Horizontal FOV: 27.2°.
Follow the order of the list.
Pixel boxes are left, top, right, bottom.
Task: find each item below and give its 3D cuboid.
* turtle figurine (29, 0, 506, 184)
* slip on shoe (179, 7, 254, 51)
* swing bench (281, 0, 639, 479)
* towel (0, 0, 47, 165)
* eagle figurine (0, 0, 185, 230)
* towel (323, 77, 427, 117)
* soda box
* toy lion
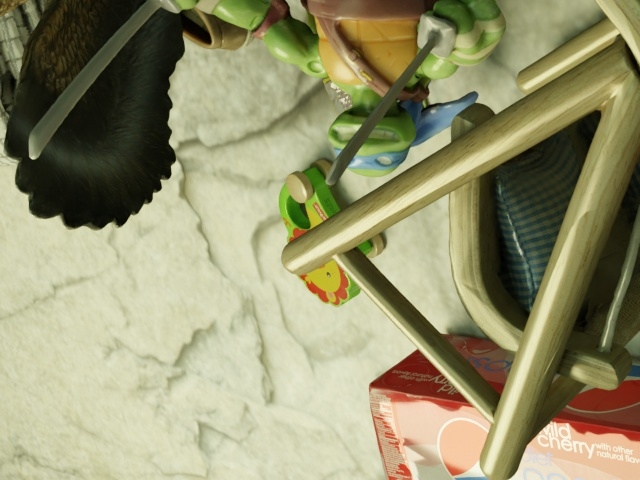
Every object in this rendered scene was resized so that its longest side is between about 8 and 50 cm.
[{"bbox_3d":[0.004,-0.163,0.733,0.198,0.275,0.266,14,104,55],"label":"turtle figurine"},{"bbox_3d":[-0.109,-0.183,1.000,0.135,0.041,0.051,40,136,24],"label":"slip on shoe"},{"bbox_3d":[0.151,-0.063,0.623,0.165,0.253,0.254,45,139,11],"label":"swing bench"},{"bbox_3d":[-0.297,-0.206,1.128,0.235,0.121,0.283,3,110,53],"label":"towel"},{"bbox_3d":[-0.180,-0.168,0.860,0.225,0.298,0.226,33,168,-37],"label":"eagle figurine"},{"bbox_3d":[0.039,-0.096,0.920,0.083,0.009,0.060,-10,104,49],"label":"towel"},{"bbox_3d":[0.158,0.126,0.860,0.263,0.092,0.083,4,116,45],"label":"soda box"},{"bbox_3d":[0.000,0.000,1.006,0.100,0.034,0.096,56,148,6],"label":"toy lion"}]
